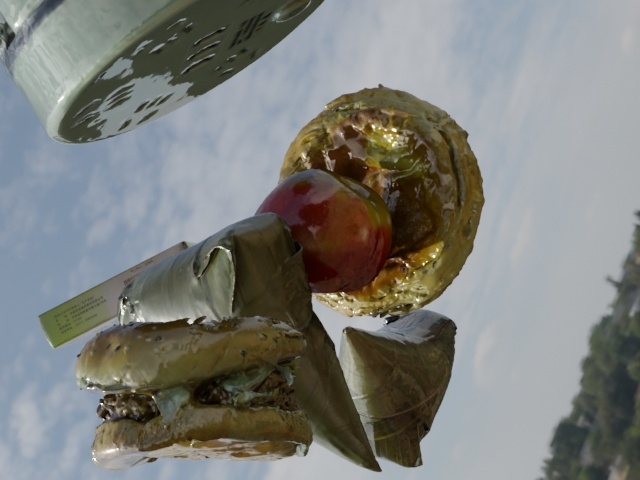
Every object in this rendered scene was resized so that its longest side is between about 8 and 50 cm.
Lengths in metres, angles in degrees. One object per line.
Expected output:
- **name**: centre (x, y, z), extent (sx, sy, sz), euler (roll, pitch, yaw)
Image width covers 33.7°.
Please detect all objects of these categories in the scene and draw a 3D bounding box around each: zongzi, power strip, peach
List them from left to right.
- **power strip**: centre (-0.157, -0.234, 0.996), extent (0.358, 0.161, 0.357), euler (-32, -2, -1)
- **zongzi**: centre (-0.098, 0.171, 1.405), extent (0.160, 0.360, 0.323), euler (-35, 7, -40)
- **peach**: centre (0.000, 0.000, 1.457), extent (0.192, 0.190, 0.190), euler (-56, -11, 23)
- **zongzi**: centre (0.122, 0.158, 1.682), extent (0.289, 0.154, 0.317), euler (-62, -29, -42)

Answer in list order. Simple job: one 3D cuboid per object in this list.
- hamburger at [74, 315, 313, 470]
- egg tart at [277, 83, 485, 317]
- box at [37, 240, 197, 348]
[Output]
- **hamburger**: centre (-0.085, 0.108, 0.785), extent (0.177, 0.185, 0.113), euler (15, -118, -42)
- **egg tart**: centre (0.095, -0.054, 1.547), extent (0.150, 0.352, 0.351), euler (8, -76, -55)
- **box**: centre (-0.299, 0.087, 1.692), extent (0.261, 0.062, 0.175), euler (-27, -5, 4)
